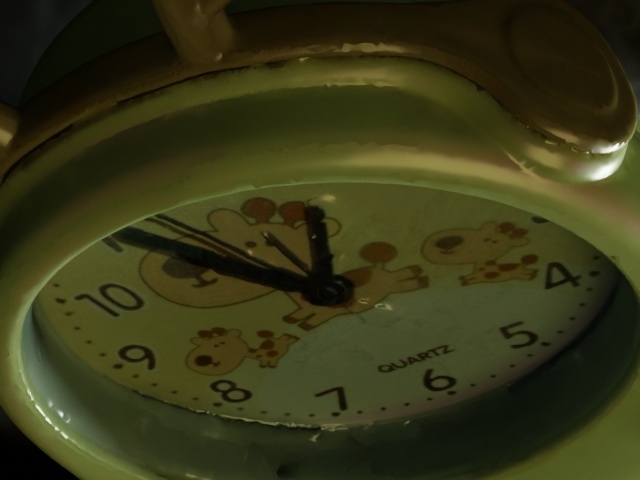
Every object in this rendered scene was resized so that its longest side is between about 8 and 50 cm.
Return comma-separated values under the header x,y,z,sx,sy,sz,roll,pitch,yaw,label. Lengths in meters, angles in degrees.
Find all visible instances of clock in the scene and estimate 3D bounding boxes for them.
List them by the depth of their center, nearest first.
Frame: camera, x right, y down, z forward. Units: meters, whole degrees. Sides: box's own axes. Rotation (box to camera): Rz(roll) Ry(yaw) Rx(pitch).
x,y,z,sx,sy,sz,roll,pitch,yaw,label
0.000,0.000,0.425,0.235,0.096,0.308,-20,141,25,clock
